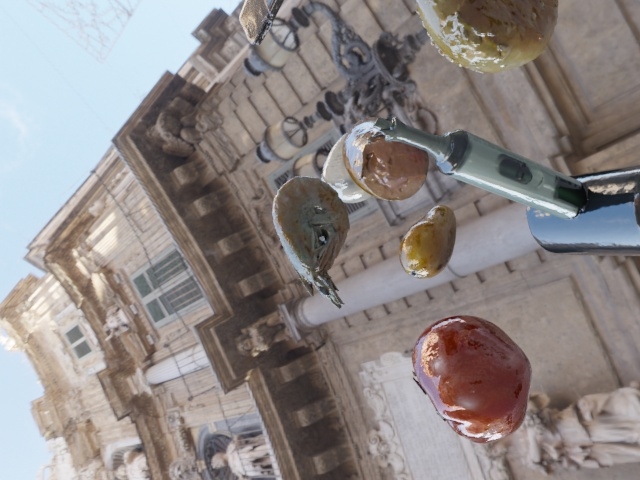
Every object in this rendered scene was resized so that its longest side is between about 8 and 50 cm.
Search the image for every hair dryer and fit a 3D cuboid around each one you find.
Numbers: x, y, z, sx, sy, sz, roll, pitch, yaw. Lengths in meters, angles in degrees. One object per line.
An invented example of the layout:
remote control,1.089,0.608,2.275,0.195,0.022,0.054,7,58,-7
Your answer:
hair dryer,0.123,-0.037,0.308,0.197,0.100,0.057,16,-96,-14

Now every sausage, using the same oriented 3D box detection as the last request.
sausage,0.084,-0.127,0.745,0.109,0.109,0.270,51,-168,-12

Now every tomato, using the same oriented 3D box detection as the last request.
tomato,0.219,0.197,0.714,0.187,0.151,0.187,61,179,3

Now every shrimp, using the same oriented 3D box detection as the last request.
shrimp,0.000,0.000,1.155,0.077,0.168,0.317,31,-146,-83

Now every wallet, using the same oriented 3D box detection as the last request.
wallet,-0.136,-0.692,1.367,0.042,0.309,0.165,4,-129,-36

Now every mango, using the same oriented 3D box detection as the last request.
mango,0.210,0.006,0.971,0.178,0.090,0.115,-43,-42,-51

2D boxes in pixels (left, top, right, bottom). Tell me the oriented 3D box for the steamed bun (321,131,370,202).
steamed bun,0.105,-0.196,1.368,0.131,0.177,0.228,46,-128,-38

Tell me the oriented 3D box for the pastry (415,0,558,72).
pastry,0.323,-0.484,1.057,0.315,0.184,0.284,28,-109,-14
